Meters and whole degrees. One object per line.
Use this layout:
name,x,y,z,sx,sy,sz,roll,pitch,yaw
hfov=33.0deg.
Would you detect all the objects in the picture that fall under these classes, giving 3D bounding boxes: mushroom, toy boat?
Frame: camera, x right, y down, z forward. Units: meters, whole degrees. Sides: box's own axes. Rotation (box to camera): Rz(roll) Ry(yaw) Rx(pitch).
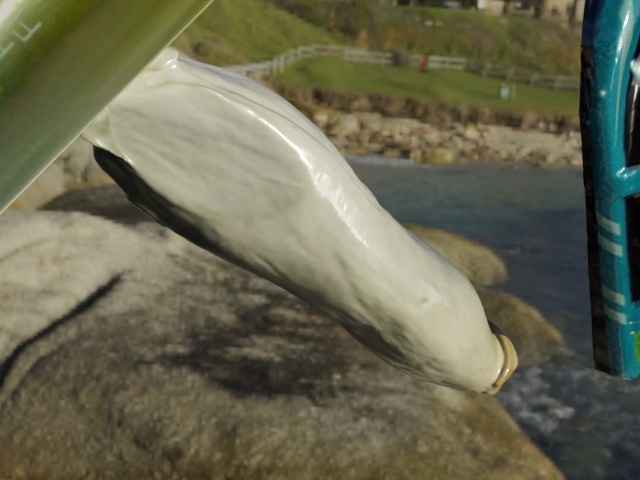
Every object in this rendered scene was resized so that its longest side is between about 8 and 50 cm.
mushroom,0.002,0.001,0.664,0.351,0.097,0.109,39,-18,-27
toy boat,0.218,-0.041,0.677,0.092,0.299,0.134,7,45,24

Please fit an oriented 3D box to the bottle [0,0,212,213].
bottle,-0.113,-0.055,0.343,0.286,0.082,0.082,-40,-10,23
